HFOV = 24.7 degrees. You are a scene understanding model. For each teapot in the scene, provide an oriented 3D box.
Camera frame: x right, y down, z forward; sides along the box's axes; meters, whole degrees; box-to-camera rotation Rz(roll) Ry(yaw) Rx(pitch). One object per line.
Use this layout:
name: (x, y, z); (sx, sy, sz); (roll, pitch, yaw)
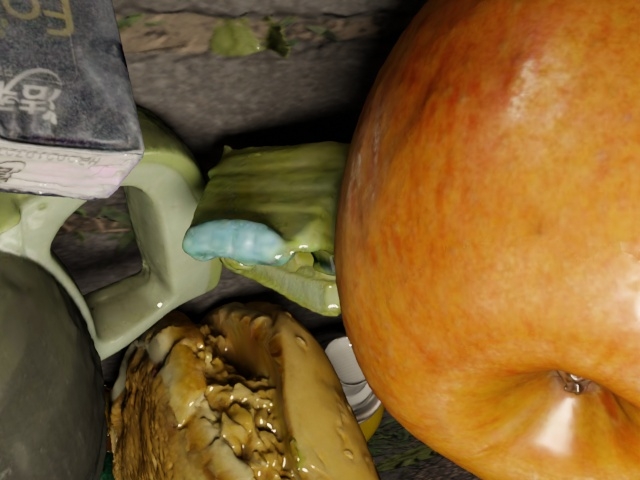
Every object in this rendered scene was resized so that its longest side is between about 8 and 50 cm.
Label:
teapot: (-0.204, 0.064, 0.838); (0.321, 0.239, 0.239); (-4, 144, -9)

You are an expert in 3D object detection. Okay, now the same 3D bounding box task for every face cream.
face cream: (-0.014, 0.172, 1.317); (0.105, 0.105, 0.349); (-5, 155, -16)

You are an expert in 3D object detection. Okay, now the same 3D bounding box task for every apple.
apple: (0.153, -0.010, 0.755); (0.299, 0.275, 0.299); (20, 158, 9)

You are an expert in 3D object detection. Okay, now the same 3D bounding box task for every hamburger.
hamburger: (-0.066, 0.196, 1.113); (0.158, 0.319, 0.318); (-6, 156, -26)

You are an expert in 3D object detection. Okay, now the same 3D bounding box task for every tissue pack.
tissue pack: (-0.141, -0.093, 0.607); (0.112, 0.156, 0.051); (5, 146, -34)

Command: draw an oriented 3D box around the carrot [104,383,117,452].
carrot: (-0.161, 0.157, 1.271); (0.069, 0.069, 0.228); (-28, 151, 31)

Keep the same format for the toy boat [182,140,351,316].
toy boat: (0.000, -0.006, 0.919); (0.111, 0.084, 0.276); (-2, 170, 18)

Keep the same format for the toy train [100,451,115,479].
toy train: (-0.286, 0.228, 1.275); (0.330, 0.138, 0.178); (12, 142, -45)
